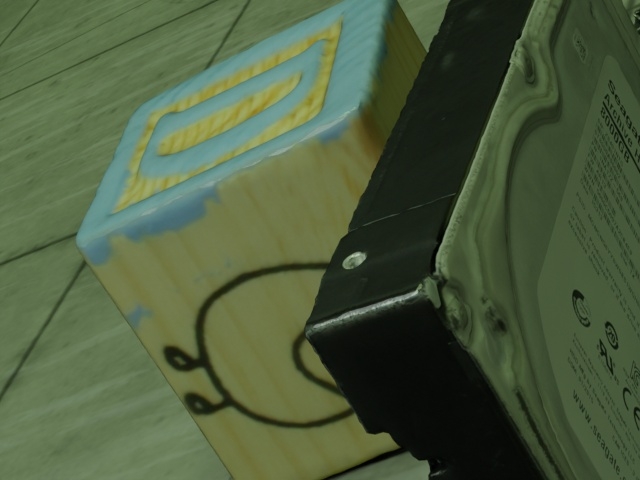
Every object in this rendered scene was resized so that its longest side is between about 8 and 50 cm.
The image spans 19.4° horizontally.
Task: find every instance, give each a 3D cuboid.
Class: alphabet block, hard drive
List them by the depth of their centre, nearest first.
[{"bbox_3d":[0.115,0.024,0.835,0.064,0.237,0.339,-20,24,27],"label":"hard drive"},{"bbox_3d":[0.000,0.000,1.093,0.192,0.197,0.193,-24,23,21],"label":"alphabet block"}]

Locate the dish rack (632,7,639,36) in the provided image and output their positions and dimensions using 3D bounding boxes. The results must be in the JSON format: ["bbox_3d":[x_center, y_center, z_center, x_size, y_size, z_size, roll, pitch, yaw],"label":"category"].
[{"bbox_3d":[0.333,-0.169,1.180,0.271,0.074,0.208,-33,20,2],"label":"dish rack"}]
